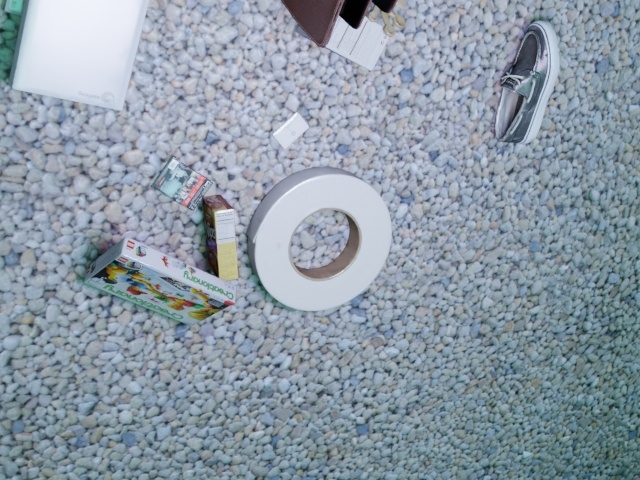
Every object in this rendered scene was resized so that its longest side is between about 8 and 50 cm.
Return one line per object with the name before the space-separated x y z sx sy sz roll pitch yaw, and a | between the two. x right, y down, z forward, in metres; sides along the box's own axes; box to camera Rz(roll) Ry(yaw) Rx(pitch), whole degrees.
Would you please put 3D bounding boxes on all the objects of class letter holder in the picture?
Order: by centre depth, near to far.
letter holder | 0.019 -0.570 1.517 0.152 0.302 0.214 -14 149 -32

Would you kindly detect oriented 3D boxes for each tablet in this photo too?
tablet | -0.073 -0.270 1.789 0.083 0.006 0.054 -42 123 -1

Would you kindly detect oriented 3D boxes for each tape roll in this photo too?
tape roll | 0.000 0.000 1.905 0.392 0.072 0.392 -9 116 -20

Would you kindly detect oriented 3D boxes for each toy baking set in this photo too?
toy baking set | 0.113 -0.570 1.652 0.256 0.030 0.196 11 67 -34

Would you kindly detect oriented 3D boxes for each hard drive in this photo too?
hard drive | -0.477 -0.458 1.478 0.233 0.047 0.353 6 110 -38

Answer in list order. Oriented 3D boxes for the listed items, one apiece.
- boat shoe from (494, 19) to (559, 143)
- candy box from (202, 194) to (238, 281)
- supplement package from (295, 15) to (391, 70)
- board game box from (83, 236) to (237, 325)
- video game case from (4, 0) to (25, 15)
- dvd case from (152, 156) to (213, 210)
boat shoe | 0.541 -0.410 1.931 0.119 0.121 0.335 -10 118 -25
candy box | -0.244 -0.006 1.770 0.053 0.109 0.186 -9 115 -22
supplement package | 0.053 -0.485 1.689 0.179 0.105 0.105 20 105 -29
board game box | -0.378 0.104 1.730 0.305 0.053 0.193 28 141 -31
video game case | -0.543 -0.516 1.460 0.143 0.019 0.157 11 107 -28
dvd case | -0.327 -0.134 1.732 0.119 0.013 0.087 32 97 -33
